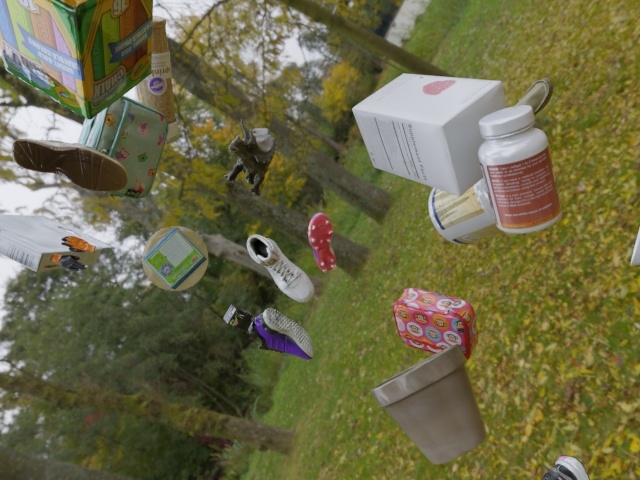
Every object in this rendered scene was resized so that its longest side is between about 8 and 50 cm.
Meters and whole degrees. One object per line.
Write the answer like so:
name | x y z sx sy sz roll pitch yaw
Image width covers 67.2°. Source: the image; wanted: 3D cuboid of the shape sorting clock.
shape sorting clock | -0.460 0.058 1.531 0.206 0.206 0.040 -63 -2 -4

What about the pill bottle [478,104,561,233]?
pill bottle | 0.365 -0.131 0.893 0.121 0.216 0.121 -19 22 8

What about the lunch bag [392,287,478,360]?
lunch bag | 0.418 0.318 1.753 0.120 0.293 0.258 -42 -52 -38

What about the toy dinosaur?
toy dinosaur | -0.157 -0.216 1.197 0.160 0.121 0.313 -55 10 19

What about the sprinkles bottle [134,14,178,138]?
sprinkles bottle | -0.519 -0.498 1.489 0.121 0.122 0.355 -69 -15 -56

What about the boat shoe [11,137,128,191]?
boat shoe | -0.612 -0.201 1.208 0.089 0.286 0.104 -77 5 -68

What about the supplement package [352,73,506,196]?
supplement package | 0.245 -0.248 1.076 0.178 0.175 0.293 -37 36 -16

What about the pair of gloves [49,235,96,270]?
pair of gloves | -0.548 0.028 1.070 0.010 0.074 0.083 -46 27 45

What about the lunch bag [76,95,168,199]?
lunch bag | -0.559 -0.255 1.343 0.224 0.108 0.278 17 -90 -60

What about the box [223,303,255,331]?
box | -0.286 0.272 1.696 0.062 0.083 0.052 -60 33 -2

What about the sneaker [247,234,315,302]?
sneaker | -0.147 0.099 1.670 0.108 0.292 0.169 -45 -16 3

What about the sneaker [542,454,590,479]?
sneaker | 0.425 0.463 0.812 0.077 0.178 0.072 -17 -14 -21

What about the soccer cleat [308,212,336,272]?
soccer cleat | 0.000 0.000 1.588 0.095 0.083 0.247 -122 14 -47

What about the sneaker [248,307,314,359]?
sneaker | -0.152 0.369 1.799 0.146 0.293 0.102 -35 31 18

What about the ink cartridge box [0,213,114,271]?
ink cartridge box | -0.894 0.000 1.530 0.330 0.324 0.071 -2 -67 -78

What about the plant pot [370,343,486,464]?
plant pot | 0.361 0.520 1.506 0.323 0.280 0.323 -26 -18 -9

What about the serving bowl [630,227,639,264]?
serving bowl | 0.493 -0.001 0.724 0.083 0.027 0.083 -33 -50 -50

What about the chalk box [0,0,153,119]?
chalk box | -0.412 -0.347 0.822 0.180 0.179 0.289 -59 0 -34

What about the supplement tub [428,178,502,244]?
supplement tub | 0.503 -0.129 1.447 0.316 0.228 0.228 -31 31 61

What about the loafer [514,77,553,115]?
loafer | 0.512 -0.330 1.186 0.050 0.056 0.148 -15 -38 -48
